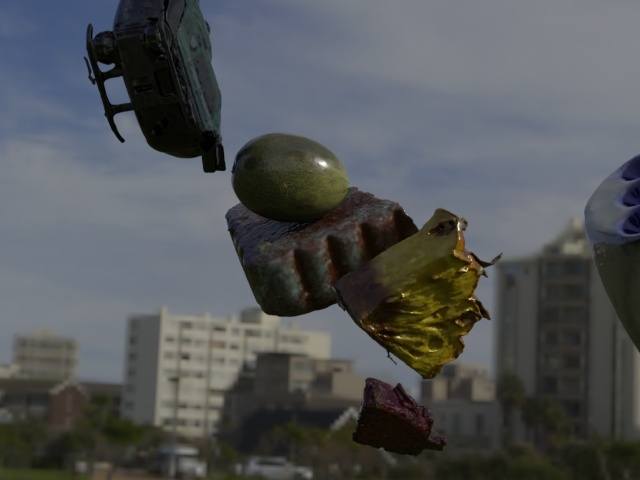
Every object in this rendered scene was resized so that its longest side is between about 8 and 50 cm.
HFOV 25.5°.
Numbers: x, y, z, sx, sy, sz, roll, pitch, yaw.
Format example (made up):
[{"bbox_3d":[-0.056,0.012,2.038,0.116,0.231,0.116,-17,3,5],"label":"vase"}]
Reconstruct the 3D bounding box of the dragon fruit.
[{"bbox_3d":[0.109,0.229,1.858,0.131,0.063,0.097,15,-41,-8],"label":"dragon fruit"}]

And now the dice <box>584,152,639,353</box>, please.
[{"bbox_3d":[0.476,0.021,1.694,0.243,0.251,0.259,-28,19,25],"label":"dice"}]

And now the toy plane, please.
[{"bbox_3d":[-0.166,-0.233,1.447,0.106,0.381,0.155,-8,17,29],"label":"toy plane"}]

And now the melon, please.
[{"bbox_3d":[-0.033,-0.068,1.543,0.131,0.098,0.098,5,-9,-14],"label":"melon"}]

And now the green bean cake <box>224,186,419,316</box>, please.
[{"bbox_3d":[0.000,0.000,1.620,0.198,0.097,0.232,-22,21,-8],"label":"green bean cake"}]

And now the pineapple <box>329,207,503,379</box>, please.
[{"bbox_3d":[0.064,0.036,1.036,0.116,0.137,0.069,-6,39,-24],"label":"pineapple"}]
